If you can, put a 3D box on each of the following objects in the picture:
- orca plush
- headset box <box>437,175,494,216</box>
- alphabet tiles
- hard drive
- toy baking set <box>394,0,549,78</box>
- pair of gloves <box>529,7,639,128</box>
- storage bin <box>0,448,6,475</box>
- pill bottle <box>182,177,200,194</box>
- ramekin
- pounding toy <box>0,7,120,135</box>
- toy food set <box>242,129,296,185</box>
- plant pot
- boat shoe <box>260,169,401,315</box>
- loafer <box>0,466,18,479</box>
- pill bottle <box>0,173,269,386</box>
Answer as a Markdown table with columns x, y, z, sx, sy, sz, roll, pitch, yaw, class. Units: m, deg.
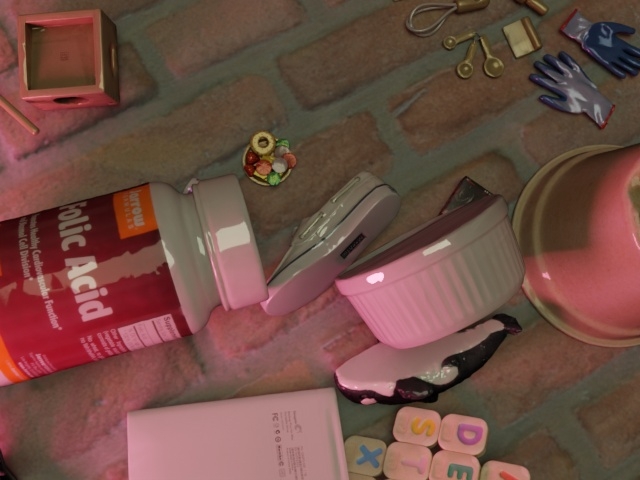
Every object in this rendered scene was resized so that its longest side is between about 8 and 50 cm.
| x | y | z | sx | sy | sz | roll | pitch | yaw | class |
| --- | --- | --- | --- | --- | --- | --- | --- | --- | --- |
| 0.165 | 0.194 | 1.286 | 0.287 | 0.102 | 0.151 | -27 | 40 | -19 | orca plush |
| 0.231 | -0.050 | 1.340 | 0.062 | 0.032 | 0.083 | 35 | 78 | 1 | headset box |
| 0.144 | 0.376 | 1.190 | 0.278 | 0.021 | 0.284 | 7 | 60 | 22 | alphabet tiles |
| -0.117 | 0.328 | 1.210 | 0.308 | 0.040 | 0.203 | -6 | 61 | -6 | hard drive |
| 0.250 | -0.381 | 1.395 | 0.256 | 0.030 | 0.197 | 42 | 80 | 2 | toy baking set |
| 0.449 | -0.291 | 1.405 | 0.159 | 0.023 | 0.198 | 34 | 80 | -1 | pair of gloves |
| -0.511 | 0.248 | 1.150 | 0.084 | 0.122 | 0.180 | -25 | 61 | -9 | storage bin |
| -0.169 | -0.059 | 1.296 | 0.083 | 0.043 | 0.043 | 29 | 79 | 0 | pill bottle |
| 0.166 | 0.049 | 1.205 | 0.273 | 0.273 | 0.127 | -29 | 94 | -9 | ramekin |
| -0.416 | -0.242 | 1.282 | 0.206 | 0.094 | 0.181 | -4 | 86 | 3 | pounding toy |
| -0.081 | -0.127 | 1.327 | 0.083 | 0.020 | 0.083 | 26 | 79 | -1 | toy food set |
| 0.484 | -0.018 | 1.221 | 0.334 | 0.305 | 0.333 | 1 | 80 | -6 | plant pot |
| 0.000 | 0.000 | 1.283 | 0.267 | 0.096 | 0.088 | -46 | 57 | 2 | boat shoe |
| -0.410 | 0.393 | 1.184 | 0.223 | 0.076 | 0.078 | 41 | 87 | 5 | loafer |
| -0.283 | 0.046 | 1.173 | 0.392 | 0.224 | 0.224 | -16 | 83 | -6 | pill bottle |
